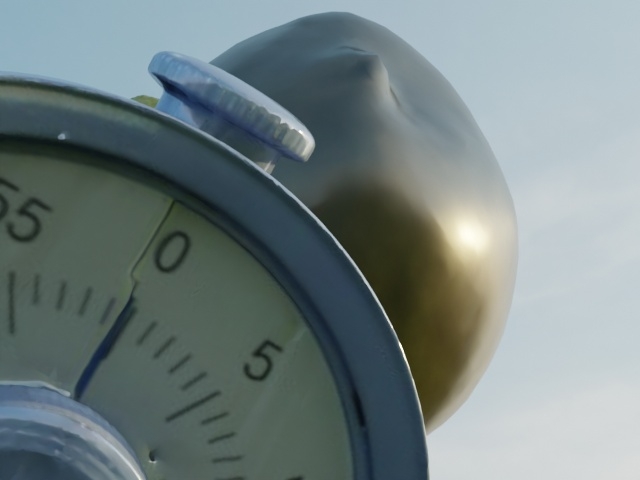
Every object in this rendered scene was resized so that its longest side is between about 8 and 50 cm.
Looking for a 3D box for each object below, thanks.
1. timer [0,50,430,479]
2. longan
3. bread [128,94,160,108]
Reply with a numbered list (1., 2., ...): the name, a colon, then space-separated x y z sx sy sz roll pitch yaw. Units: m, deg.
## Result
1. timer: -0.130 0.092 0.516 0.395 0.395 0.173 0 7 -13
2. longan: 0.000 0.000 0.800 0.288 0.350 0.288 -2 -69 -5
3. bread: -0.159 -0.066 1.296 0.160 0.088 0.233 3 -50 22
